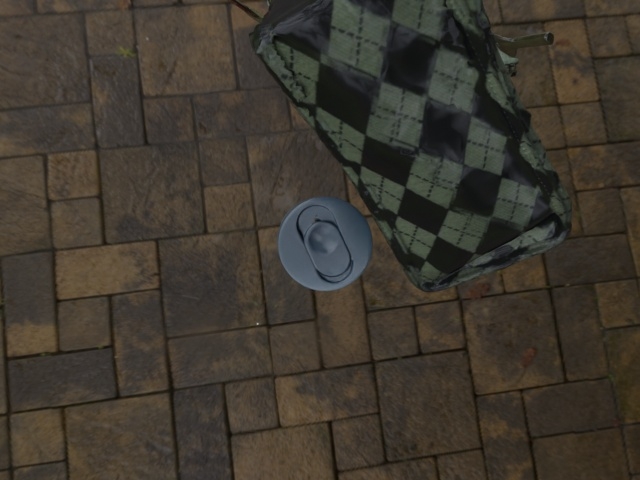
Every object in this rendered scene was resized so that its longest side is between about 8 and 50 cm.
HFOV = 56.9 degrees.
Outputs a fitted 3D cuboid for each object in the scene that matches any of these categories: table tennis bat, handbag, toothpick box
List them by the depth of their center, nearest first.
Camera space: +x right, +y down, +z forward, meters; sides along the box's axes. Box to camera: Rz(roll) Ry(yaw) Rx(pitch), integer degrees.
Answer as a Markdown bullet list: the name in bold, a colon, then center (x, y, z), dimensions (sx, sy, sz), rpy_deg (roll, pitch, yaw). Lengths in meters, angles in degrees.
- **handbag**: center (0.048, -0.202, 0.535), dimensions (0.180, 0.317, 0.416), rpy_deg (-28, 43, 19)
- **toothpick box**: center (0.000, 0.000, 0.685), dimensions (0.101, 0.153, 0.101), rpy_deg (0, 92, -4)
- **table tennis bat**: center (-0.108, -0.314, 0.782), dimensions (0.087, 0.156, 0.013), rpy_deg (43, 106, 31)
- **table tennis bat**: center (0.348, -0.385, 1.171), dimensions (0.131, 0.234, 0.022), rpy_deg (17, 86, -41)
